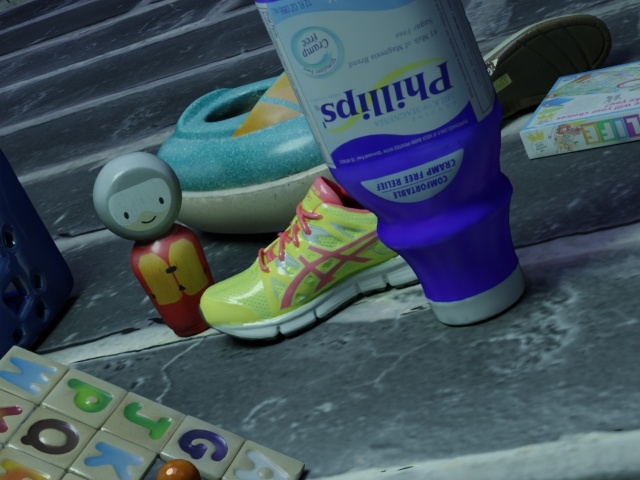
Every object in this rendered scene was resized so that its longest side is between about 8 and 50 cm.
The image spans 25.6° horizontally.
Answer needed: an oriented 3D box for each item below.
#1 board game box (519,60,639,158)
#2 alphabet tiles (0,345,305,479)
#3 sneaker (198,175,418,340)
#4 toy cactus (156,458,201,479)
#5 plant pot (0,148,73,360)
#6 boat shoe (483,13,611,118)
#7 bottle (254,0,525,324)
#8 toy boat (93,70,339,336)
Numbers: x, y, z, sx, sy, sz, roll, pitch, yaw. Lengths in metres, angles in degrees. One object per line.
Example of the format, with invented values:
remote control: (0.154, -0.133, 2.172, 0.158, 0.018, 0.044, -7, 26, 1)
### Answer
board game box: (0.247, -0.111, 1.125, 0.154, 0.026, 0.103, -8, 26, 35)
alphabet tiles: (-0.138, 0.158, 0.766, 0.198, 0.009, 0.237, 21, 35, 9)
sneaker: (0.000, 0.000, 1.033, 0.208, 0.094, 0.081, -24, 23, 5)
toy cactus: (-0.054, 0.198, 0.628, 0.219, 0.112, 0.180, 19, 57, 41)
plant pot: (-0.374, 0.037, 1.174, 0.235, 0.236, 0.212, -17, 29, 17)
boat shoe: (0.164, -0.144, 1.247, 0.190, 0.068, 0.072, -27, 10, -6)
bottle: (0.054, -0.080, 0.900, 0.118, 0.283, 0.092, -16, 22, 17)
toy boat: (-0.062, -0.063, 1.173, 0.267, 0.148, 0.318, -8, 26, 36)
